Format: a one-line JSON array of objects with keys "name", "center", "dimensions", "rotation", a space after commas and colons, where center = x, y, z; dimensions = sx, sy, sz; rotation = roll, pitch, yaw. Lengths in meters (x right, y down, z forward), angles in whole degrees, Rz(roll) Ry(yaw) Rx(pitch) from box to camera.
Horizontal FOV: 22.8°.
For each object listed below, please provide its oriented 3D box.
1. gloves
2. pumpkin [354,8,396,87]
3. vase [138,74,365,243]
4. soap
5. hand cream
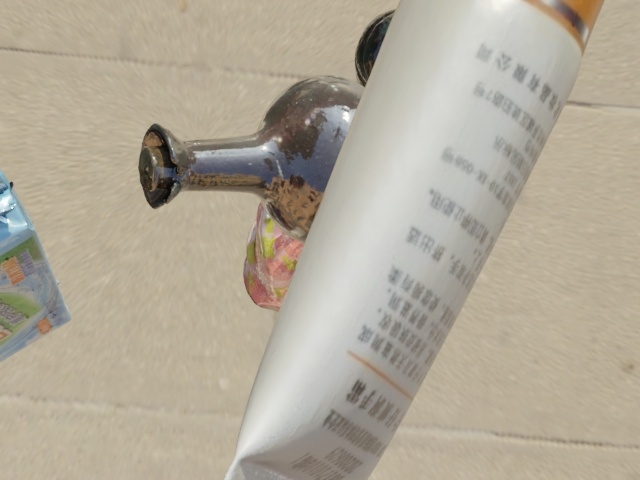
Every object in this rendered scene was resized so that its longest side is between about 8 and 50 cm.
[{"name": "gloves", "center": [-0.011, -0.005, 1.716], "dimensions": [0.126, 0.241, 0.145], "rotation": [22, 58, -6]}, {"name": "pumpkin", "center": [0.118, -0.180, 1.858], "dimensions": [0.150, 0.194, 0.194], "rotation": [-9, 94, 4]}, {"name": "vase", "center": [-0.034, -0.052, 1.074], "dimensions": [0.183, 0.120, 0.120], "rotation": [-4, 94, -29]}, {"name": "soap", "center": [-0.291, 0.039, 1.273], "dimensions": [0.156, 0.293, 0.077], "rotation": [-31, 73, -10]}, {"name": "hand cream", "center": [0.045, -0.006, 0.727], "dimensions": [0.089, 0.140, 0.314], "rotation": [18, 77, 23]}]
